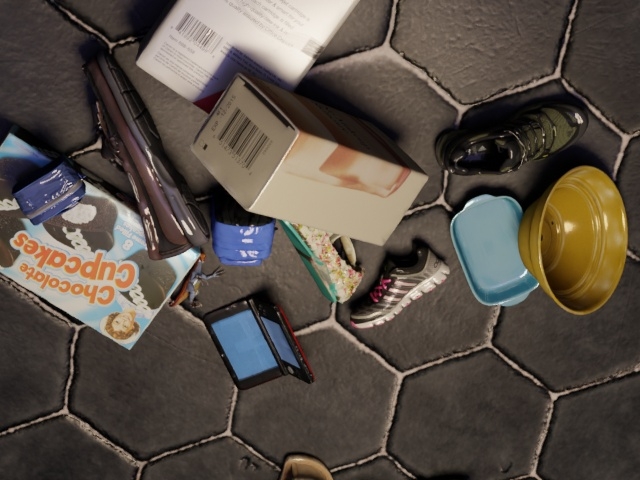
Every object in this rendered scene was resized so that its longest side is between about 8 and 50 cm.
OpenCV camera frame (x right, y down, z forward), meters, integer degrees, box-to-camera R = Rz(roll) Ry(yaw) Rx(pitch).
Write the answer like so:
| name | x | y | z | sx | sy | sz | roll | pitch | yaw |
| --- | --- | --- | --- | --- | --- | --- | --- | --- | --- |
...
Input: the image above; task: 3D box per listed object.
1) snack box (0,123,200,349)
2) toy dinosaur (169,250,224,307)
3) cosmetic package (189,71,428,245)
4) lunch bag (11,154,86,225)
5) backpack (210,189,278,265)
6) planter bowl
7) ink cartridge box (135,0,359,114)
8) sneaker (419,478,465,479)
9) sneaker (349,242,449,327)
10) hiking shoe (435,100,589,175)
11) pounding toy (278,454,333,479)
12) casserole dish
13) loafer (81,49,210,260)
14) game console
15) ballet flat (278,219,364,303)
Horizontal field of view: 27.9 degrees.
| name | x | y | z | sx | sy | sz | roll | pitch | yaw |
| --- | --- | --- | --- | --- | --- | --- | --- | --- | --- |
| snack box | -0.357 | -0.001 | 1.860 | 0.322 | 0.060 | 0.187 | 33 | 104 | -17 |
| toy dinosaur | -0.189 | 0.058 | 1.913 | 0.090 | 0.047 | 0.082 | -5 | 94 | 7 |
| cosmetic package | -0.009 | -0.104 | 1.728 | 0.296 | 0.153 | 0.129 | 14 | 115 | -53 |
| lunch bag | -0.367 | -0.067 | 1.767 | 0.098 | 0.067 | 0.065 | -31 | 110 | 2 |
| backpack | -0.109 | -0.012 | 1.848 | 0.098 | 0.120 | 0.101 | -2 | 111 | -6 |
| planter bowl | 0.354 | -0.003 | 1.892 | 0.217 | 0.090 | 0.217 | -4 | 96 | -42 |
| ink cartridge box | -0.092 | -0.304 | 1.738 | 0.197 | 0.114 | 0.273 | 34 | 106 | -17 |
| sneaker | 0.222 | 0.506 | 2.096 | 0.106 | 0.101 | 0.267 | -14 | 112 | -2 |
| sneaker | 0.107 | 0.064 | 1.932 | 0.170 | 0.063 | 0.075 | -34 | 111 | 3 |
| hiking shoe | 0.282 | -0.133 | 1.842 | 0.226 | 0.114 | 0.086 | -18 | 112 | 2 |
| pounding toy | -0.035 | 0.448 | 2.017 | 0.269 | 0.155 | 0.154 | -29 | 116 | 6 |
| casserole dish | 0.262 | 0.011 | 1.939 | 0.114 | 0.037 | 0.188 | -22 | 113 | 3 |
| loafer | -0.262 | -0.112 | 1.782 | 0.095 | 0.109 | 0.303 | -27 | 98 | 7 |
| game console | -0.092 | 0.164 | 1.942 | 0.085 | 0.124 | 0.144 | -34 | 114 | -21 |
| ballet flat | 0.000 | 0.000 | 1.861 | 0.077 | 0.091 | 0.241 | -41 | 142 | -9 |
